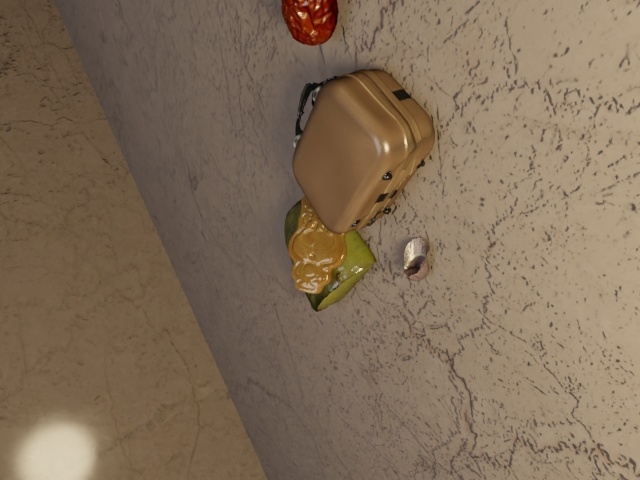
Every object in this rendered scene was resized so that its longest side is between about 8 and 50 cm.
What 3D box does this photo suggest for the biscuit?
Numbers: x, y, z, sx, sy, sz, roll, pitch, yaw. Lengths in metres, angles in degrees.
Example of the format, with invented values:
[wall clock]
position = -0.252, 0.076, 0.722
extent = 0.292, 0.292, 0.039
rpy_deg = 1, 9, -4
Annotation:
[biscuit]
position = -0.003, 0.000, 1.262
extent = 0.144, 0.040, 0.236
rpy_deg = 12, 84, 36

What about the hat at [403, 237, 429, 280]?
[hat]
position = 0.197, 0.039, 1.122
extent = 0.058, 0.042, 0.087
rpy_deg = 14, 88, 50

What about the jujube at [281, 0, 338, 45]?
[jujube]
position = -0.020, -0.447, 1.048
extent = 0.112, 0.109, 0.176
rpy_deg = 27, 153, 20

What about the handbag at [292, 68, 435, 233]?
[handbag]
position = 0.052, -0.189, 1.086
extent = 0.283, 0.149, 0.302
rpy_deg = 54, 149, 17

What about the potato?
[potato]
position = -0.020, 0.021, 1.374
extent = 0.255, 0.112, 0.269
rpy_deg = 59, 147, 15
